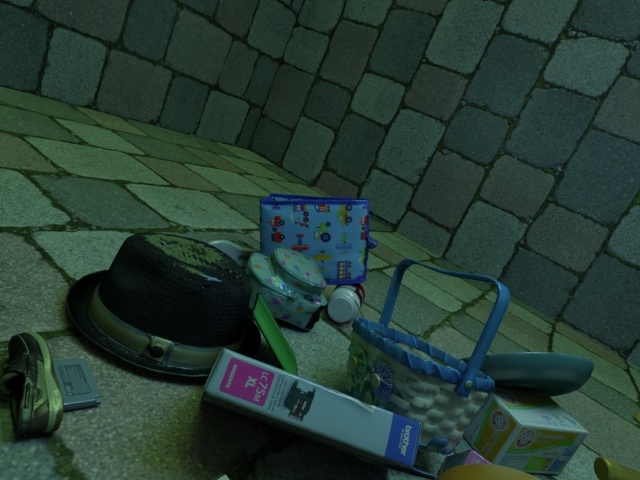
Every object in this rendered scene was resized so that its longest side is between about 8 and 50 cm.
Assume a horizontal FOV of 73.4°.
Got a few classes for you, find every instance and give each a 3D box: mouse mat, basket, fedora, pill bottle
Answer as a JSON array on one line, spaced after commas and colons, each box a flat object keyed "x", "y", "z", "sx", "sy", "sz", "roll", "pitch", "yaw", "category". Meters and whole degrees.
[{"x": -0.077, "y": 0.171, "z": 0.745, "sx": 0.153, "sy": 0.007, "sz": 0.189, "roll": 62, "pitch": -2, "yaw": -5, "category": "mouse mat"}, {"x": 0.172, "y": 0.182, "z": 0.728, "sx": 0.200, "sy": 0.289, "sz": 0.254, "roll": 27, "pitch": -7, "yaw": -24, "category": "basket"}, {"x": -0.242, "y": 0.085, "z": 0.744, "sx": 0.333, "sy": 0.153, "sz": 0.334, "roll": 23, "pitch": 14, "yaw": -6, "category": "fedora"}, {"x": 0.066, "y": 0.157, "z": 1.116, "sx": 0.086, "sy": 0.086, "sz": 0.152, "roll": 27, "pitch": 15, "yaw": 8, "category": "pill bottle"}]

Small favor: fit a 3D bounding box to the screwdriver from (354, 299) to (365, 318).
[{"x": 0.118, "y": 0.215, "z": 1.012, "sx": 0.024, "sy": 0.025, "sz": 0.170, "roll": -21, "pitch": 56, "yaw": -12, "category": "screwdriver"}]

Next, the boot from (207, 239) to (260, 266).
[{"x": -0.242, "y": 0.029, "z": 1.133, "sx": 0.086, "sy": 0.069, "sz": 0.189, "roll": 28, "pitch": 5, "yaw": 40, "category": "boot"}]

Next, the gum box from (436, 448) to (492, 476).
[{"x": 0.216, "y": 0.346, "z": 0.574, "sx": 0.107, "sy": 0.062, "sz": 0.188, "roll": 32, "pitch": -21, "yaw": 20, "category": "gum box"}]

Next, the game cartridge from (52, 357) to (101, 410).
[{"x": -0.320, "y": 0.183, "z": 0.548, "sx": 0.055, "sy": 0.017, "sz": 0.083, "roll": 14, "pitch": 18, "yaw": -47, "category": "game cartridge"}]

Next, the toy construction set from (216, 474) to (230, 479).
[{"x": -0.052, "y": 0.303, "z": 0.291, "sx": 0.327, "sy": 0.151, "sz": 0.214, "roll": 26, "pitch": 37, "yaw": 36, "category": "toy construction set"}]

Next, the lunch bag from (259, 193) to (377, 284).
[{"x": 0.000, "y": 0.000, "z": 1.104, "sx": 0.292, "sy": 0.221, "sz": 0.138, "roll": 3, "pitch": 14, "yaw": 6, "category": "lunch bag"}]

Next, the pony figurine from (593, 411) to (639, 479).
[{"x": 0.671, "y": 0.435, "z": 0.730, "sx": 0.362, "sy": 0.352, "sz": 0.303, "roll": 3, "pitch": 14, "yaw": -7, "category": "pony figurine"}]

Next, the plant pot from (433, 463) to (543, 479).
[{"x": 0.165, "y": 0.359, "z": 0.394, "sx": 0.205, "sy": 0.205, "sz": 0.187, "roll": 30, "pitch": 31, "yaw": 21, "category": "plant pot"}]

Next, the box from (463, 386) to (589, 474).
[{"x": 0.395, "y": 0.371, "z": 0.839, "sx": 0.202, "sy": 0.114, "sz": 0.103, "roll": 16, "pitch": 16, "yaw": -25, "category": "box"}]

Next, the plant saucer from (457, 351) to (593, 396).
[{"x": 0.391, "y": 0.291, "z": 0.893, "sx": 0.317, "sy": 0.317, "sz": 0.044, "roll": 18, "pitch": 57, "yaw": -25, "category": "plant saucer"}]

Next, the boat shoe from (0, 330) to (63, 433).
[{"x": -0.346, "y": 0.160, "z": 0.503, "sx": 0.152, "sy": 0.056, "sz": 0.049, "roll": 36, "pitch": 13, "yaw": 36, "category": "boat shoe"}]

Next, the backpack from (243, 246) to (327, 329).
[{"x": -0.087, "y": 0.099, "z": 0.968, "sx": 0.188, "sy": 0.145, "sz": 0.166, "roll": 15, "pitch": 23, "yaw": -22, "category": "backpack"}]

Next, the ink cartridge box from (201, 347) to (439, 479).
[{"x": -0.004, "y": 0.238, "z": 0.577, "sx": 0.310, "sy": 0.065, "sz": 0.186, "roll": 25, "pitch": -27, "yaw": -6, "category": "ink cartridge box"}]
